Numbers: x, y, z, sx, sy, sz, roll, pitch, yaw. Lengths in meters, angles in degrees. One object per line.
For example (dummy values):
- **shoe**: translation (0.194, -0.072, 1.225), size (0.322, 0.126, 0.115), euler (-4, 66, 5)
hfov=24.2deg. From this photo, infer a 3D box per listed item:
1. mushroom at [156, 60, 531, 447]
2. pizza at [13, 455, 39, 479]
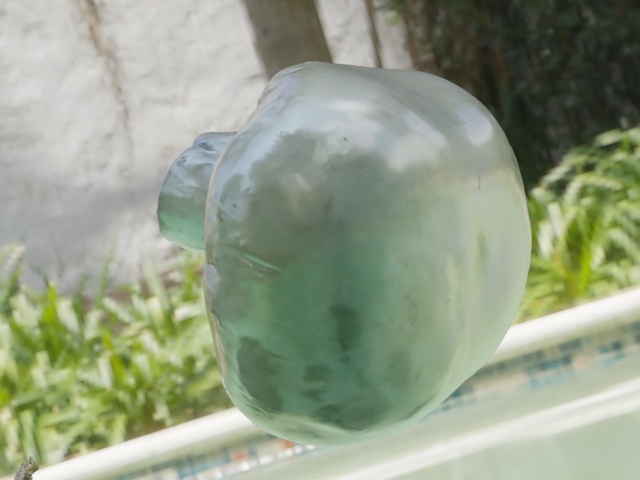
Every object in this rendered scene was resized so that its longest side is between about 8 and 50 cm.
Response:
- **mushroom**: translation (0.000, 0.000, 0.937), size (0.234, 0.254, 0.260), euler (10, -30, 29)
- **pizza**: translation (-0.257, 0.245, 1.241), size (0.029, 0.100, 0.099), euler (20, 17, -10)
